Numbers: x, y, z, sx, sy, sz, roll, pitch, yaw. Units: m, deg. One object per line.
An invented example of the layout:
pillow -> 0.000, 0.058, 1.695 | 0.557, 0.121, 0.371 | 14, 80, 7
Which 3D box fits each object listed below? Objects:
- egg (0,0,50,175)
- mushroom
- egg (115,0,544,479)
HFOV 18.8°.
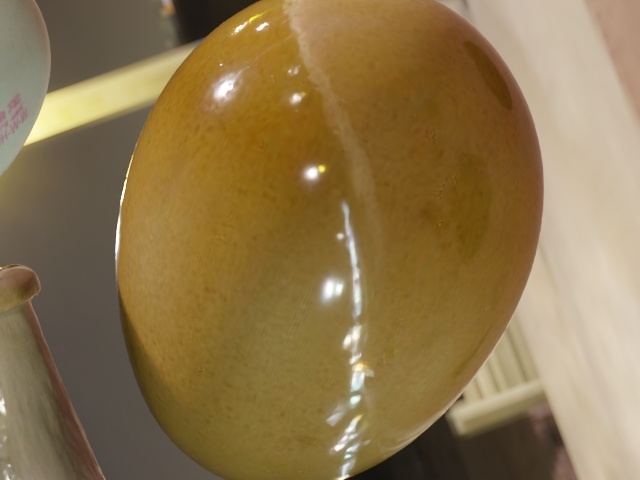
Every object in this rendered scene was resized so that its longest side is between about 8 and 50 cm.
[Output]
egg -> -0.388, -0.105, 1.647 | 0.230, 0.371, 0.230 | 33, 151, 21
mushroom -> -0.192, 0.141, 1.251 | 0.108, 0.096, 0.247 | 70, -178, -86
egg -> 0.000, 0.000, 1.172 | 0.250, 0.250, 0.322 | -115, 46, -68
